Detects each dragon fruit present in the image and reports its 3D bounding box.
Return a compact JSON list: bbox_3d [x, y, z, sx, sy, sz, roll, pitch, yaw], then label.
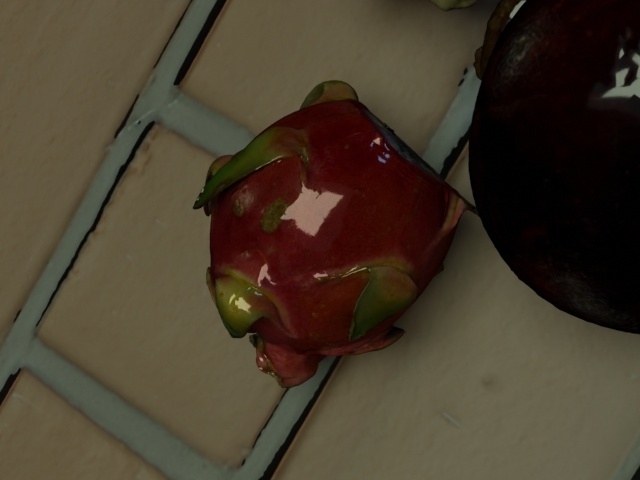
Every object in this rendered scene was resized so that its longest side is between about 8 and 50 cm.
[{"bbox_3d":[0.002,-0.005,0.928,0.227,0.224,0.224,-39,73,13],"label":"dragon fruit"}]

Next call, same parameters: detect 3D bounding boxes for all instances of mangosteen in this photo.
[{"bbox_3d":[0.250,-0.082,0.816,0.297,0.293,0.297,4,115,9],"label":"mangosteen"}]

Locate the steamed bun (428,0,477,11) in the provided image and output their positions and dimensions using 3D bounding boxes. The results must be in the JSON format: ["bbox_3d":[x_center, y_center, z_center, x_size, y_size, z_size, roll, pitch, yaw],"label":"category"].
[{"bbox_3d":[0.138,-0.307,0.928,0.292,0.137,0.295,-47,52,6],"label":"steamed bun"}]
